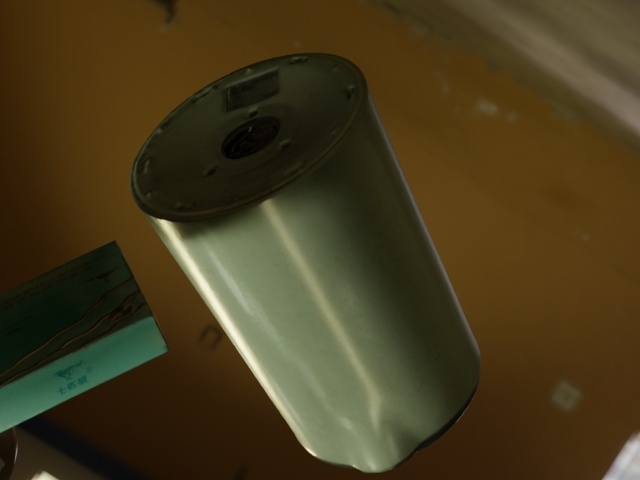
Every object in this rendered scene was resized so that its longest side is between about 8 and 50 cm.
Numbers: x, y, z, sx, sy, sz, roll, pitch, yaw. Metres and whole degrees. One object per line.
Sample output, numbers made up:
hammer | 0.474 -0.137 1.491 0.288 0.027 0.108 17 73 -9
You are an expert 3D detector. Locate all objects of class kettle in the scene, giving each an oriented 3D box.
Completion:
kettle | 0.000 0.000 1.698 0.361 0.250 0.377 -93 -21 -55

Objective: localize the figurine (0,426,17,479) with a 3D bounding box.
figurine | -0.396 0.185 1.631 0.177 0.247 0.173 28 -162 15

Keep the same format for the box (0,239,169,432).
box | -0.226 0.079 1.401 0.041 0.162 0.229 66 173 -21
